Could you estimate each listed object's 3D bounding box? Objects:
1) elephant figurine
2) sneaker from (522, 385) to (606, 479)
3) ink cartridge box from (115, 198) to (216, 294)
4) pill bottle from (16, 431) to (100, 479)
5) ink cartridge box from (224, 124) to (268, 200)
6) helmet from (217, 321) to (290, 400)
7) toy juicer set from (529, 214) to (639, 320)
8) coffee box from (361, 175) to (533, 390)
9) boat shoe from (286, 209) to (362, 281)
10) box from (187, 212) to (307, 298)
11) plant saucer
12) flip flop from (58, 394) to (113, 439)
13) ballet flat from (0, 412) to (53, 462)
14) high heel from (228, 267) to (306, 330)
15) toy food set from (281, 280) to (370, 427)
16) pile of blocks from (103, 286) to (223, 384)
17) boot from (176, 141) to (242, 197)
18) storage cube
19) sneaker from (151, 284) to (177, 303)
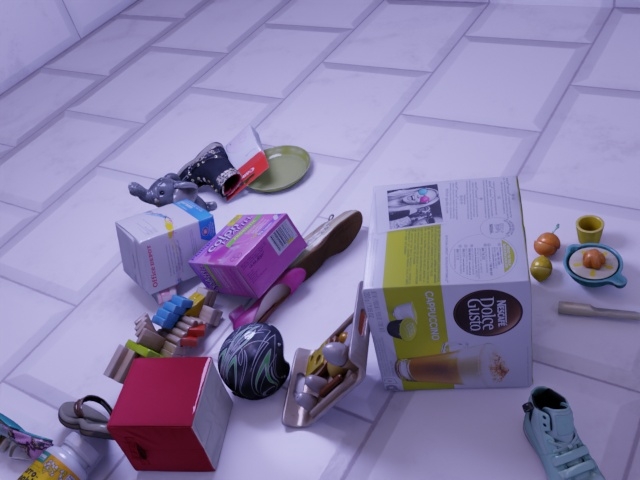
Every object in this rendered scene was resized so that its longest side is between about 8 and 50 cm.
[{"bbox_3d":[-0.452,-0.134,2.123,0.169,0.239,0.186,-4,42,14],"label":"elephant figurine"},{"bbox_3d":[0.464,0.395,1.299,0.094,0.151,0.256,-21,42,-9],"label":"sneaker"},{"bbox_3d":[-0.434,0.012,1.959,0.232,0.171,0.168,-22,34,-32],"label":"ink cartridge box"},{"bbox_3d":[-0.591,0.530,1.515,0.117,0.118,0.208,18,51,33],"label":"pill bottle"},{"bbox_3d":[-0.272,-0.261,2.289,0.189,0.066,0.232,-38,32,13],"label":"ink cartridge box"},{"bbox_3d":[-0.160,0.279,1.623,0.169,0.161,0.169,-9,41,8],"label":"helmet"},{"bbox_3d":[0.621,0.067,1.665,0.209,0.089,0.329,-10,41,7],"label":"toy juicer set"},{"bbox_3d":[0.293,0.097,1.545,0.334,0.338,0.338,-4,41,13],"label":"coffee box"},{"bbox_3d":[0.000,0.000,1.930,0.285,0.105,0.089,-38,47,-22],"label":"boat shoe"},{"bbox_3d":[-0.199,0.036,1.867,0.243,0.117,0.213,0,40,50],"label":"box"},{"bbox_3d":[-0.146,-0.233,2.291,0.241,0.037,0.241,-9,42,8],"label":"plant saucer"},{"bbox_3d":[-0.525,0.400,1.589,0.277,0.112,0.080,-5,75,58],"label":"flip flop"},{"bbox_3d":[-0.736,0.482,1.659,0.221,0.077,0.079,14,68,30],"label":"ballet flat"},{"bbox_3d":[-0.125,0.165,1.794,0.244,0.082,0.117,-31,35,-11],"label":"high heel"},{"bbox_3d":[0.010,0.255,1.533,0.092,0.306,0.220,28,41,-15],"label":"toy food set"},{"bbox_3d":[-0.376,0.240,1.747,0.112,0.149,0.362,18,50,33],"label":"pile of blocks"},{"bbox_3d":[-0.374,-0.191,2.251,0.236,0.085,0.178,-45,54,7],"label":"boot"},{"bbox_3d":[-0.327,0.390,1.538,0.193,0.184,0.215,-4,41,12],"label":"storage cube"},{"bbox_3d":[-0.451,0.134,1.972,0.070,0.051,0.134,-18,32,-23],"label":"sneaker"}]
